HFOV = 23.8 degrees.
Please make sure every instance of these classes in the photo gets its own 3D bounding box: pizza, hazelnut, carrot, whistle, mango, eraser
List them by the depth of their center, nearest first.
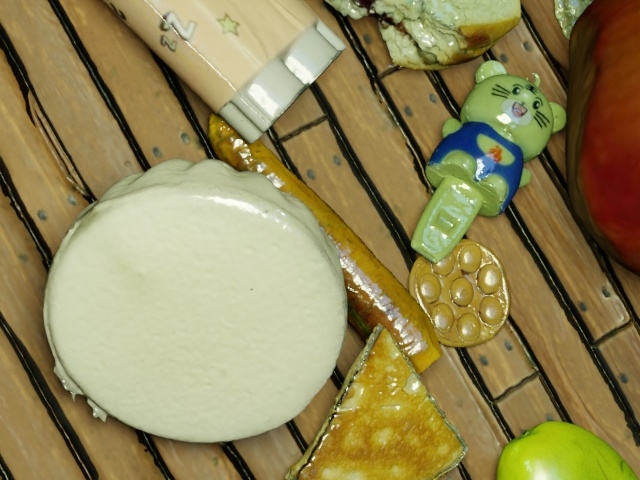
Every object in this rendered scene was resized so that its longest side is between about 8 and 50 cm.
[{"bbox_3d":[0.043,0.161,1.393,0.185,0.036,0.176,-19,109,-20],"label":"pizza"},{"bbox_3d":[-0.123,-0.235,1.410,0.290,0.087,0.171,45,44,-5],"label":"eraser"},{"bbox_3d":[0.000,0.000,1.432,0.066,0.066,0.314,-41,90,-21],"label":"carrot"},{"bbox_3d":[0.396,-0.123,1.438,0.366,0.366,0.365,4,77,-17],"label":"hazelnut"},{"bbox_3d":[0.241,0.238,1.449,0.163,0.089,0.117,24,64,-25],"label":"mango"},{"bbox_3d":[0.156,-0.077,1.483,0.105,0.085,0.227,35,70,-4],"label":"whistle"}]

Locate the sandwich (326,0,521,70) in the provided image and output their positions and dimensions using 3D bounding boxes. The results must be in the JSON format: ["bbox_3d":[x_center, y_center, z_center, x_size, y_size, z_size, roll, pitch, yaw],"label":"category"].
[{"bbox_3d":[0.045,-0.281,1.449,0.288,0.100,0.254,-13,82,-36],"label":"sandwich"}]

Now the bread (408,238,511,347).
[{"bbox_3d":[0.137,0.051,1.481,0.110,0.024,0.110,4,77,-16],"label":"bread"}]

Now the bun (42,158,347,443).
[{"bbox_3d":[-0.103,0.031,1.330,0.263,0.263,0.175,25,28,-12],"label":"bun"}]

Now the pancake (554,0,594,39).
[{"bbox_3d":[0.297,-0.251,1.599,0.116,0.022,0.129,9,76,-15],"label":"pancake"}]
